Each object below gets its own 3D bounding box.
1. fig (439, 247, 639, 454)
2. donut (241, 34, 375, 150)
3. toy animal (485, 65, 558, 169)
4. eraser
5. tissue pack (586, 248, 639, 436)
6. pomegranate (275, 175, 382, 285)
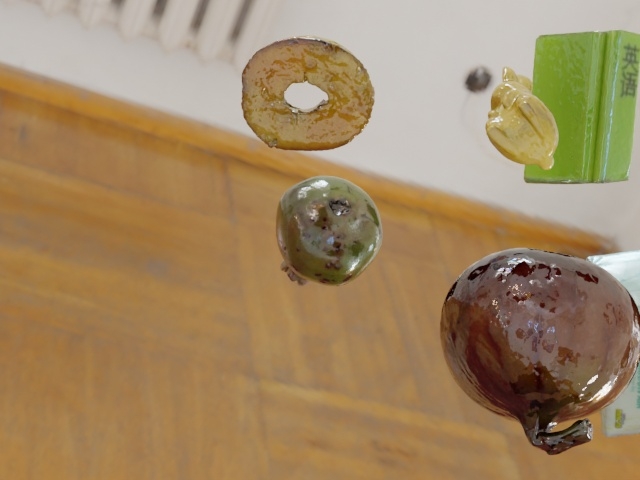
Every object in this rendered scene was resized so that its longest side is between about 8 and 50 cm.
[{"bbox_3d":[0.244,0.115,1.530,0.235,0.214,0.235,27,-3,2],"label":"fig"},{"bbox_3d":[-0.016,-0.200,1.792,0.178,0.162,0.065,8,26,-1],"label":"donut"},{"bbox_3d":[0.218,-0.142,1.481,0.083,0.070,0.159,44,20,-23],"label":"toy animal"},{"bbox_3d":[0.472,-0.235,2.417,0.092,0.274,0.210,3,2,-36],"label":"eraser"},{"bbox_3d":[0.585,0.132,1.936,0.388,0.287,0.162,-8,44,3],"label":"tissue pack"},{"bbox_3d":[0.003,-0.015,2.176,0.179,0.179,0.210,11,-7,-23],"label":"pomegranate"}]
